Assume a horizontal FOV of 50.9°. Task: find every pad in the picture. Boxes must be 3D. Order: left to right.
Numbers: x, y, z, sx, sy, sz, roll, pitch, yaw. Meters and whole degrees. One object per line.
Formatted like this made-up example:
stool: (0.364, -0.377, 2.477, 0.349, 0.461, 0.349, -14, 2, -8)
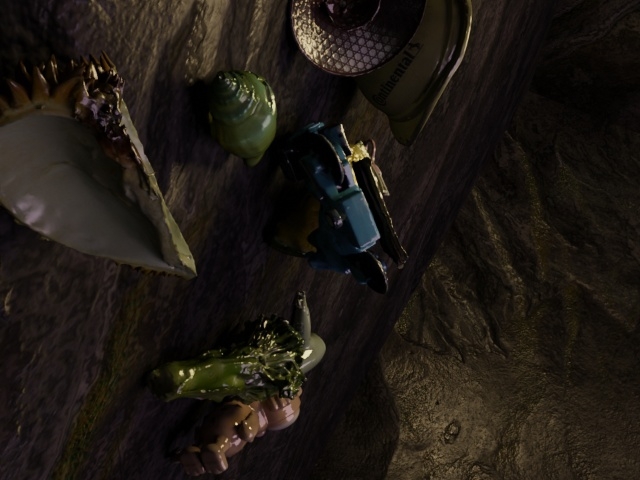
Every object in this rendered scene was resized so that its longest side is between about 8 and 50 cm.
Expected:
pad: (0.088, -0.051, 1.085, 0.022, 0.174, 0.233, -21, -173, 0)

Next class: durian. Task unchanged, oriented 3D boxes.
durian: (-0.166, -0.057, 0.530, 0.144, 0.139, 0.252, -58, 163, -35)

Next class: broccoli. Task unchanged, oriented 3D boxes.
broccoli: (-0.146, 0.195, 1.035, 0.304, 0.165, 0.145, 0, 75, -61)

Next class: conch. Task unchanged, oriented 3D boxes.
conch: (-0.085, -0.143, 0.763, 0.201, 0.080, 0.094, 145, -41, -88)

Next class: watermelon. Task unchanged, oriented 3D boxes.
watermelon: (0.014, -0.056, 1.183, 0.301, 0.123, 0.129, -53, 140, -37)

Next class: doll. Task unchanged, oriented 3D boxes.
doll: (-0.145, 0.319, 1.197, 0.278, 0.154, 0.119, -32, 105, -52)

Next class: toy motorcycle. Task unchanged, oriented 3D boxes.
toy motorcycle: (0.021, -0.050, 1.008, 0.124, 0.182, 0.272, -28, 110, -17)

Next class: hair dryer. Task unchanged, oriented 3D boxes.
hair dryer: (-0.062, 0.211, 1.439, 0.206, 0.075, 0.237, -35, 141, -47)

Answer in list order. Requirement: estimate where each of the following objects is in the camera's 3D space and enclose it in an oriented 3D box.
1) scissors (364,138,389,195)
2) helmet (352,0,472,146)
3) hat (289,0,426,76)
scissors: (0.102, -0.130, 1.290, 0.176, 0.022, 0.085, -109, -146, -56)
helmet: (0.108, -0.283, 1.037, 0.204, 0.137, 0.257, -104, -150, -48)
hat: (0.038, -0.318, 0.874, 0.193, 0.082, 0.193, -14, 132, -16)
